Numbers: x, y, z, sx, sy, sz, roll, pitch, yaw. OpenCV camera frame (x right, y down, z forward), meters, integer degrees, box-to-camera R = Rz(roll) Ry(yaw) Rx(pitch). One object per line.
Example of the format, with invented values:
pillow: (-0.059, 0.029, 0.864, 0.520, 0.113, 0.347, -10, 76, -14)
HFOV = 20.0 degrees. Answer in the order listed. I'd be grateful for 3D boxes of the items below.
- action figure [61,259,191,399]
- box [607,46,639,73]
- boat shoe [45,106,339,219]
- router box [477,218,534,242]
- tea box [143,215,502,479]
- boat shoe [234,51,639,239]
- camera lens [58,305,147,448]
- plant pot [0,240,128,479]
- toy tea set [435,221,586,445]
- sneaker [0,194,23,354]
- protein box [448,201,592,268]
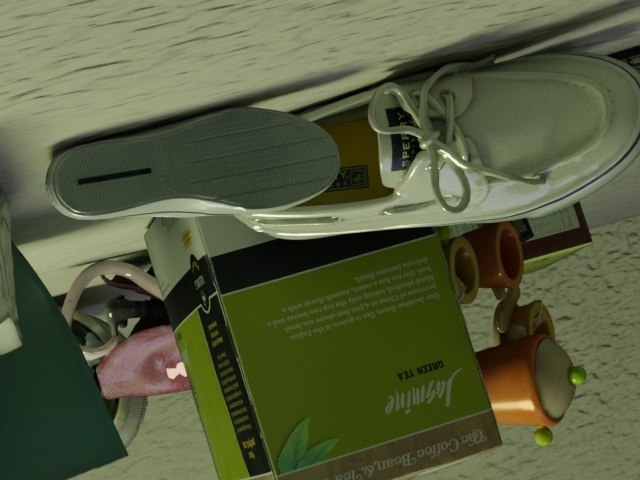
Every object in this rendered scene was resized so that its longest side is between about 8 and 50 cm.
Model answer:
action figure: (-0.084, 0.097, 2.116, 0.370, 0.248, 0.276, 4, 152, 12)
box: (0.253, -0.117, 1.748, 0.147, 0.078, 0.180, -17, 174, 0)
boat shoe: (-0.102, -0.059, 1.396, 0.226, 0.083, 0.076, -3, -178, -15)
router box: (0.190, -0.047, 2.007, 0.038, 0.122, 0.092, -22, 176, -6)
tea box: (-0.012, 0.090, 1.761, 0.220, 0.324, 0.329, -15, 175, -14)
boat shoe: (0.079, -0.080, 1.456, 0.367, 0.136, 0.156, -8, 174, 19)
camera lens: (-0.343, 0.198, 2.356, 0.219, 0.219, 0.274, -16, 174, 0)
plant pot: (-0.309, 0.126, 1.679, 0.165, 0.234, 0.165, -20, 175, -20)
toy tea set: (0.193, 0.041, 1.858, 0.124, 0.336, 0.200, -10, -146, 28)
sneaker: (-0.356, 0.036, 1.377, 0.236, 0.130, 0.323, -6, 178, -5)
protein box: (0.190, -0.020, 2.196, 0.201, 0.136, 0.200, -15, 173, -12)
